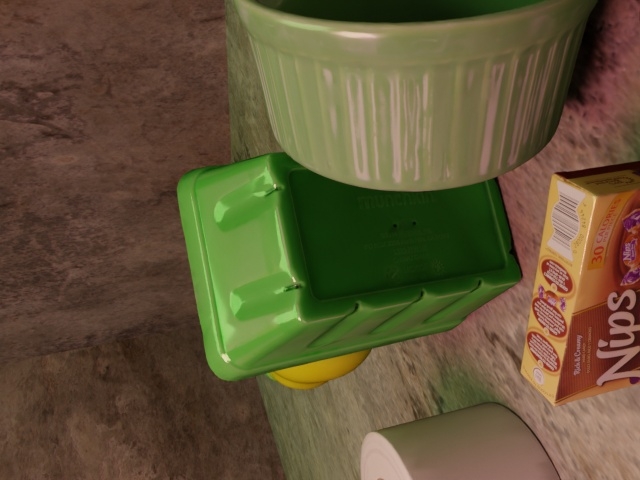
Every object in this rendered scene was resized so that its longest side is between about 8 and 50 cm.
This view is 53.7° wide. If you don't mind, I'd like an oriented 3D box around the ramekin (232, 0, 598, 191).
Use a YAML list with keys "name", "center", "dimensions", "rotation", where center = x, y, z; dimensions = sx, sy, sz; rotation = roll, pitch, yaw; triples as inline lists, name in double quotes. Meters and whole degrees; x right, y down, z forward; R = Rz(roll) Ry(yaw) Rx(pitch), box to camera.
- name: "ramekin"
  center: [0.081, -0.175, 0.566]
  dimensions: [0.303, 0.303, 0.148]
  rotation: [-118, 17, -49]

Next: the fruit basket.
- name: "fruit basket"
  center: [0.009, 0.042, 0.795]
  dimensions: [0.392, 0.392, 0.283]
  rotation: [140, 120, -72]

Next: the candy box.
- name: "candy box"
  center: [0.227, 0.034, 0.497]
  dimensions: [0.053, 0.109, 0.187]
  rotation: [-128, 33, -59]

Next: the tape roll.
- name: "tape roll"
  center: [0.168, 0.338, 0.776]
  dimensions: [0.246, 0.169, 0.246]
  rotation: [171, 90, -74]
